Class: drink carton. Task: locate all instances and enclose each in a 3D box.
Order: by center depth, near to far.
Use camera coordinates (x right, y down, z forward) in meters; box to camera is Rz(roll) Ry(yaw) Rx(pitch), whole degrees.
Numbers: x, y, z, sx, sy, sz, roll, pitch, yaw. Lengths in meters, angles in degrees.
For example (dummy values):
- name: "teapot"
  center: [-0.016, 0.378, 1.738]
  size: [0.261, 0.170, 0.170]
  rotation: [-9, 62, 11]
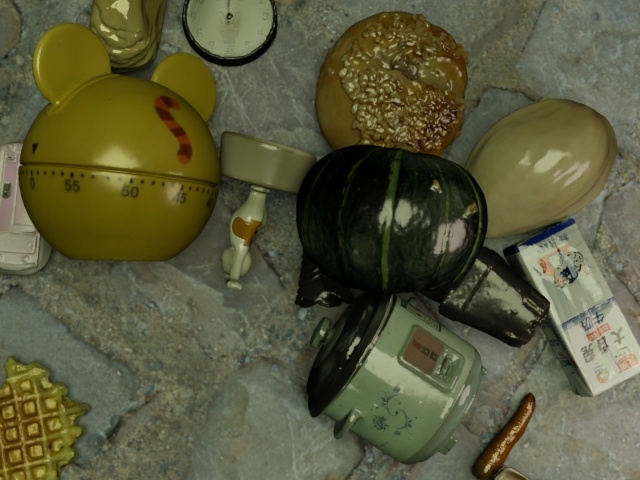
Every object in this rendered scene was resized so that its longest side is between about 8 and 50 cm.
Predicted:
- name: "drink carton"
  center: [0.472, 0.126, 1.962]
  size: [0.131, 0.106, 0.314]
  rotation: [-26, 87, -5]

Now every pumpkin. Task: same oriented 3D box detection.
- name: "pumpkin"
  center: [0.120, -0.040, 1.773]
  size: [0.323, 0.323, 0.241]
  rotation: [2, 98, -4]

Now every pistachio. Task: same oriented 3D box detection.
- name: "pistachio"
  center: [0.389, -0.127, 1.940]
  size: [0.332, 0.208, 0.226]
  rotation: [-33, 107, 2]

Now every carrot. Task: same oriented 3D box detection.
- name: "carrot"
  center: [0.346, 0.365, 1.959]
  size: [0.047, 0.047, 0.191]
  rotation: [37, 82, 0]

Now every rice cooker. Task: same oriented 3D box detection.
- name: "rice cooker"
  center: [0.118, 0.229, 1.849]
  size: [0.317, 0.264, 0.316]
  rotation: [8, 65, -17]

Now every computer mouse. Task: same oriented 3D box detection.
- name: "computer mouse"
  center: [-0.544, -0.059, 1.923]
  size: [0.126, 0.056, 0.245]
  rotation: [4, 84, -4]

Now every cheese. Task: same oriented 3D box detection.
- name: "cheese"
  center: [-0.349, -0.417, 1.900]
  size: [0.117, 0.214, 0.225]
  rotation: [6, 91, 0]

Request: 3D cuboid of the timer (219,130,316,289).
- name: "timer"
  center: [-0.124, -0.047, 1.888]
  size: [0.175, 0.175, 0.266]
  rotation: [15, 92, -3]

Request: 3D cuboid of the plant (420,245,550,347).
- name: "plant"
  center: [0.287, 0.087, 1.911]
  size: [0.256, 0.164, 0.141]
  rotation: [30, 98, 15]

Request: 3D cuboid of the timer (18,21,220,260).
- name: "timer"
  center: [-0.338, -0.155, 1.808]
  size: [0.376, 0.376, 0.386]
  rotation: [4, 89, -4]

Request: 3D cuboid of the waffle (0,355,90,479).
- name: "waffle"
  center: [-0.553, 0.341, 1.884]
  size: [0.250, 0.056, 0.261]
  rotation: [32, 81, -1]

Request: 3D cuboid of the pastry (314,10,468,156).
- name: "pastry"
  center: [0.136, -0.275, 1.936]
  size: [0.285, 0.184, 0.315]
  rotation: [20, 83, -2]

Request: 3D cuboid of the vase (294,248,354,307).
- name: "vase"
  center: [0.000, 0.000, 1.944]
  size: [0.116, 0.115, 0.237]
  rotation: [-3, 79, -5]

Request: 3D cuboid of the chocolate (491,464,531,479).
- name: "chocolate"
  center: [0.402, 0.529, 1.928]
  size: [0.261, 0.083, 0.161]
  rotation: [31, 87, 4]

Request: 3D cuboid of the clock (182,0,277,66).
- name: "clock"
  center: [-0.171, -0.422, 1.998]
  size: [0.185, 0.040, 0.184]
  rotation: [0, 85, -5]
